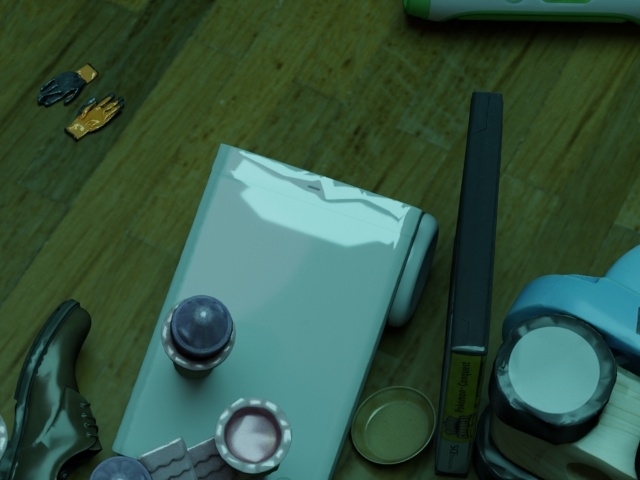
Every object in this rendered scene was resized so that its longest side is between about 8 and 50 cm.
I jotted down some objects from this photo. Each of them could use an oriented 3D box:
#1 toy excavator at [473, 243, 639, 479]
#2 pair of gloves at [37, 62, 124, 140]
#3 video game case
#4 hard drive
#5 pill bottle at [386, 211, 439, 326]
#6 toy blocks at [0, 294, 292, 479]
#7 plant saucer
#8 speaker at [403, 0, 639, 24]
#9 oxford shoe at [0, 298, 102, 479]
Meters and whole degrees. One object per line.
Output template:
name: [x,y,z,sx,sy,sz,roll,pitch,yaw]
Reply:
toy excavator: [0.409,0.090,1.778,0.433,0.222,0.445,27,66,13]
pair of gloves: [-0.253,-0.148,2.046,0.074,0.010,0.083,-36,65,-21]
video game case: [0.137,0.044,1.801,0.035,0.248,0.275,5,58,3]
hard drive: [-0.049,0.085,1.815,0.203,0.040,0.307,19,85,9]
pill bottle: [0.000,0.000,1.900,0.215,0.117,0.117,18,59,9]
toy blocks: [-0.144,0.225,1.627,0.288,0.260,0.309,-25,79,-12]
plant saucer: [0.071,0.178,1.841,0.083,0.015,0.083,-10,55,14]
speaker: [0.240,-0.296,2.091,0.296,0.131,0.131,1,58,-2]
oxford shoe: [-0.244,0.166,1.815,0.096,0.083,0.227,13,70,2]
